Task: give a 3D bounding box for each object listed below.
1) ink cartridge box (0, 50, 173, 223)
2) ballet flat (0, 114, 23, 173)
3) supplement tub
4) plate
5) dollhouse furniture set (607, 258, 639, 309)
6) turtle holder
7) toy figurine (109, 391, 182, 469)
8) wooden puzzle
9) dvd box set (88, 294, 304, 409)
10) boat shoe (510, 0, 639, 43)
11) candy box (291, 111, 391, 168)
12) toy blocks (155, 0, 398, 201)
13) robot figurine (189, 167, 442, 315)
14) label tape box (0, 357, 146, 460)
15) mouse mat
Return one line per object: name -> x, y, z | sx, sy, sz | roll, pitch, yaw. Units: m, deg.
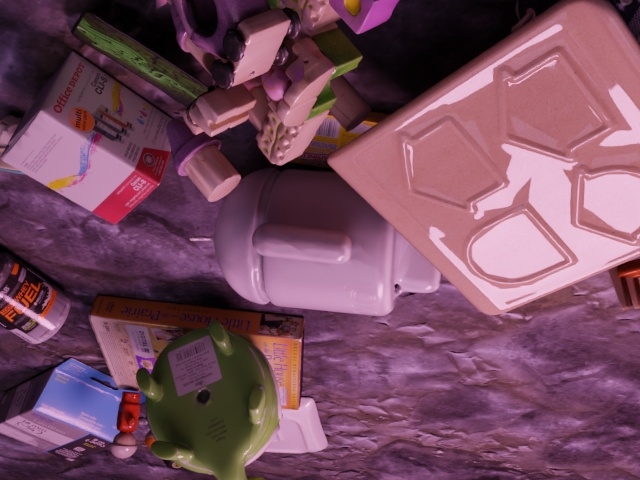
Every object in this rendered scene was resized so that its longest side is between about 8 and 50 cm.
ink cartridge box -> -0.311, -0.137, 0.942 | 0.176, 0.128, 0.127 | 33, 135, -29
ballet flat -> -0.477, -0.146, 1.006 | 0.248, 0.086, 0.086 | 4, 141, 5
supplement tub -> -0.575, 0.101, 1.287 | 0.117, 0.117, 0.190 | -18, 135, 28
plate -> -0.134, 0.470, 1.729 | 0.278, 0.045, 0.277 | 0, 141, 10
dollhouse furniture set -> 0.547, 0.034, 0.921 | 0.262, 0.135, 0.259 | -23, 164, 32
turtle holder -> -0.162, 0.317, 1.261 | 0.320, 0.243, 0.227 | 35, 170, 24
toy figurine -> -0.347, 0.429, 1.568 | 0.213, 0.148, 0.209 | 3, 168, 15
wooden puzzle -> 0.232, -0.075, 0.779 | 0.348, 0.080, 0.322 | -27, 122, 38
dvd box set -> -0.245, 0.243, 1.453 | 0.420, 0.062, 0.308 | 6, 141, 3
boat shoe -> 0.258, -0.217, 0.776 | 0.158, 0.127, 0.340 | 28, 130, -14
candy box -> 0.053, -0.137, 0.962 | 0.206, 0.027, 0.105 | 9, 146, -2
toy blocks -> -0.077, -0.239, 0.682 | 0.260, 0.309, 0.288 | 50, 144, 8
robot figurine -> 0.000, 0.000, 0.992 | 0.353, 0.200, 0.300 | 5, 179, 12
label tape box -> -0.618, 0.428, 1.706 | 0.333, 0.106, 0.240 | -27, 130, 36
mouse mat -> -0.215, -0.217, 0.858 | 0.189, 0.007, 0.152 | 31, 172, -25
